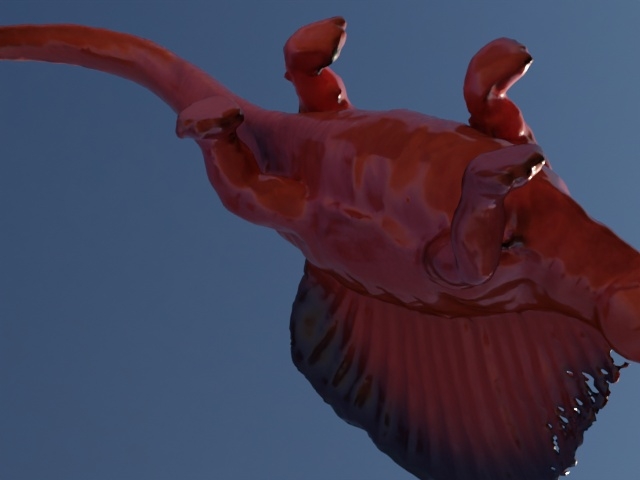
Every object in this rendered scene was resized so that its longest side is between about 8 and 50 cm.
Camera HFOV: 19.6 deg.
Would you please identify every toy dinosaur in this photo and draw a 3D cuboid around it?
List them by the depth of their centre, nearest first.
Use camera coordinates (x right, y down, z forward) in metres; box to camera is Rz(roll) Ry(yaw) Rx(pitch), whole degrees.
[{"bbox_3d":[0.004,0.007,0.572,0.070,0.286,0.139,-40,-51,-37],"label":"toy dinosaur"}]
